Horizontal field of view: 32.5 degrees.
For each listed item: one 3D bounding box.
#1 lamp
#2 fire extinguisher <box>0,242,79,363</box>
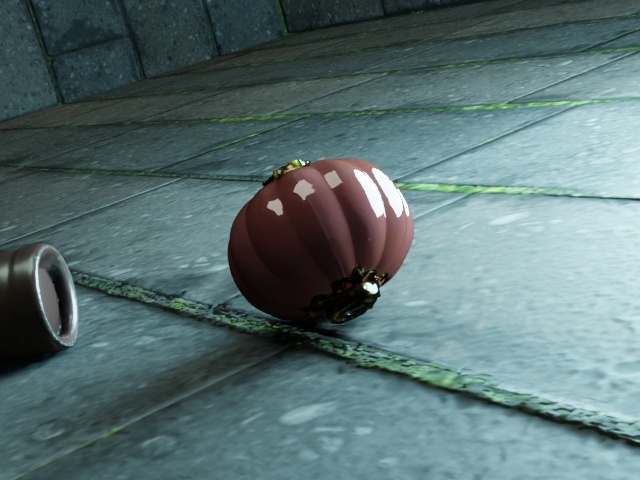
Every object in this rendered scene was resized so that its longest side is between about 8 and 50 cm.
[{"bbox_3d":[0.000,0.000,0.618,0.107,0.092,0.107,-23,-20,-9],"label":"lamp"},{"bbox_3d":[-0.274,0.064,0.728,0.231,0.071,0.099,-14,-14,9],"label":"fire extinguisher"}]
